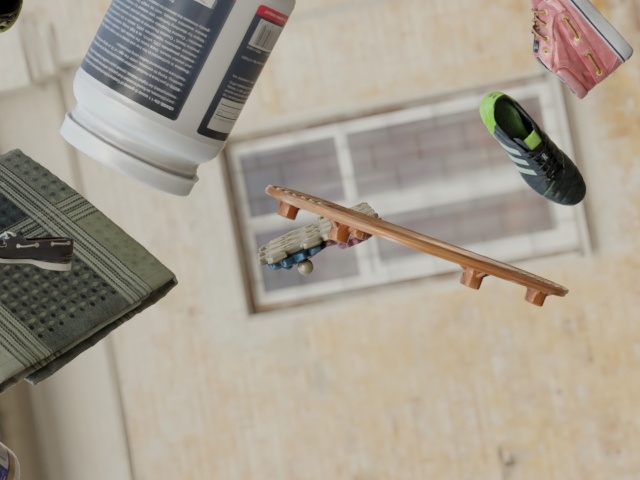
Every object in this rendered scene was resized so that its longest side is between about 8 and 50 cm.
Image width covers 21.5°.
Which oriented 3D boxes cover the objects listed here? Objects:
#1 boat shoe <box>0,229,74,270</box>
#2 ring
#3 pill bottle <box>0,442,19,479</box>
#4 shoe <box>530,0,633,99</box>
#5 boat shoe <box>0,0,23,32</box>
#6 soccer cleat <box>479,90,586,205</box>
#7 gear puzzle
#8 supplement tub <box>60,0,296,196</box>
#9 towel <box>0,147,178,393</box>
[{"bbox_3d":[-0.326,0.007,1.826,0.046,0.125,0.038,-158,77,-65],"label":"boat shoe"},{"bbox_3d":[0.098,0.008,1.778,0.336,0.336,0.032,1,-71,-79],"label":"ring"},{"bbox_3d":[-0.397,0.208,1.669,0.187,0.112,0.112,46,-150,-37],"label":"pill bottle"},{"bbox_3d":[0.247,-0.236,1.802,0.178,0.081,0.063,45,-174,-8],"label":"shoe"},{"bbox_3d":[-0.336,-0.246,1.699,0.228,0.068,0.081,111,180,-59],"label":"boat shoe"},{"bbox_3d":[0.262,-0.110,2.075,0.179,0.060,0.072,47,177,-6],"label":"soccer cleat"},{"bbox_3d":[0.000,0.000,2.382,0.339,0.175,0.044,-107,-6,-85],"label":"gear puzzle"},{"bbox_3d":[-0.165,-0.208,1.932,0.272,0.191,0.191,-62,-8,8],"label":"supplement tub"},{"bbox_3d":[-0.388,0.038,2.074,0.312,0.324,0.056,-32,-32,-39],"label":"towel"}]
